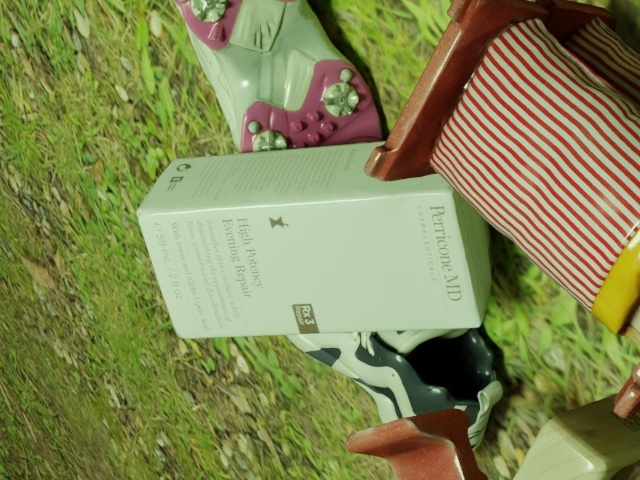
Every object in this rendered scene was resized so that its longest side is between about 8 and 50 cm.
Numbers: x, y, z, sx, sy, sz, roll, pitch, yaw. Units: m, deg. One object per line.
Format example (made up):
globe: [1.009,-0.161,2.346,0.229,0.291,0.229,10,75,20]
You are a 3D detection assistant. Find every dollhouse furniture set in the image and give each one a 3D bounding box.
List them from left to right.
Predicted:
dollhouse furniture set: [0.107,0.072,0.737,0.201,0.152,0.374,43,122,30]

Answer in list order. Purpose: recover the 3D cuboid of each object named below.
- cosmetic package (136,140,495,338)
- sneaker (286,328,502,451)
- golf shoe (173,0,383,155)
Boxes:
cosmetic package: [0.000,0.000,0.935,0.231,0.085,0.117,-4,122,20]
sneaker: [0.055,0.063,1.022,0.235,0.094,0.153,54,150,14]
golf shoe: [-0.035,-0.134,1.009,0.140,0.115,0.306,-119,7,-69]
